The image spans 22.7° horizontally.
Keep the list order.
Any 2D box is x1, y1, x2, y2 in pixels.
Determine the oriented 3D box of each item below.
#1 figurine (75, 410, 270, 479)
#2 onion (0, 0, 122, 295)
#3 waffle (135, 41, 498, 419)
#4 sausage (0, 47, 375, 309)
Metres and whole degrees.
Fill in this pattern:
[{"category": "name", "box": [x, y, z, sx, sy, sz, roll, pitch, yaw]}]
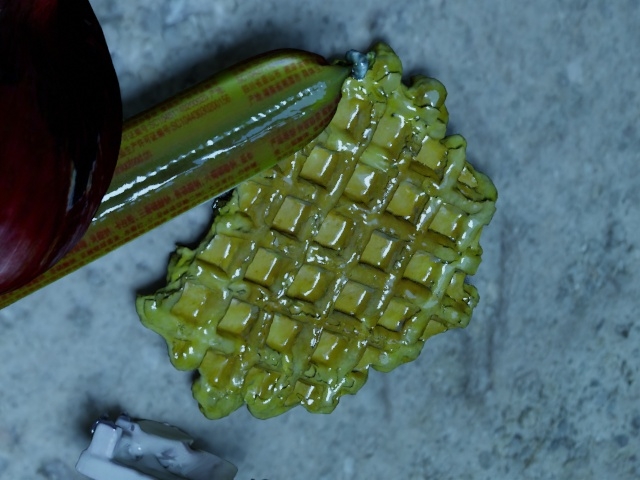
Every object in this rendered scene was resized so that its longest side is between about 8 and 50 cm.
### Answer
[{"category": "figurine", "box": [-0.137, 0.251, 1.062, 0.182, 0.144, 0.257, 26, 84, -11]}, {"category": "onion", "box": [-0.198, -0.112, 0.830, 0.285, 0.273, 0.273, -34, 127, 19]}, {"category": "waffle", "box": [-0.001, -0.001, 1.114, 0.291, 0.051, 0.291, -10, 114, -22]}, {"category": "sausage", "box": [-0.129, -0.035, 0.989, 0.371, 0.082, 0.082, -27, 121, -9]}]
